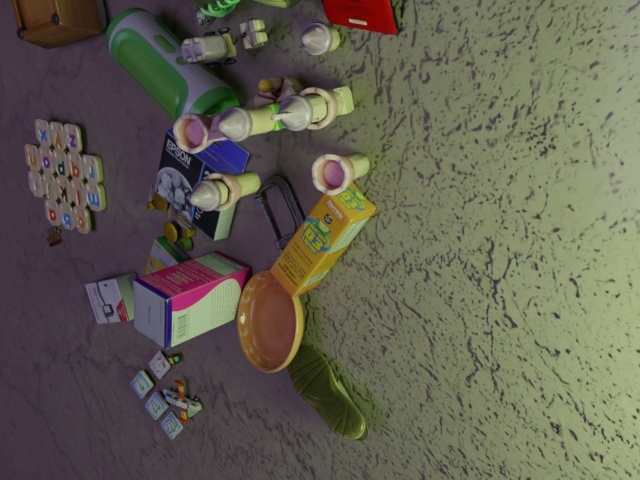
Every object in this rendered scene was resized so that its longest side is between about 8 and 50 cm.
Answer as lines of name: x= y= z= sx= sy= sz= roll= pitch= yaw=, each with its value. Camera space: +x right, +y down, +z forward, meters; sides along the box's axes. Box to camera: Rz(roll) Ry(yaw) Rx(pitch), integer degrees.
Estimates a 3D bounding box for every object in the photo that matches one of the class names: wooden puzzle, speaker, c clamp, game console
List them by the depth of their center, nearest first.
game console: x=0.072 y=-0.403 z=1.210 sx=0.144 sy=0.085 sz=0.124 roll=23 pitch=150 yaw=36
c clamp: x=-0.086 y=-0.041 z=1.481 sx=0.137 sy=0.022 sz=0.160 roll=-15 pitch=95 yaw=45
speaker: x=-0.288 y=-0.321 z=1.494 sx=0.296 sy=0.131 sz=0.131 roll=46 pitch=130 yaw=21
wooden puzzle: x=-0.718 y=-0.013 z=2.086 sx=0.083 sy=0.006 sz=0.049 roll=-17 pitch=93 yaw=45

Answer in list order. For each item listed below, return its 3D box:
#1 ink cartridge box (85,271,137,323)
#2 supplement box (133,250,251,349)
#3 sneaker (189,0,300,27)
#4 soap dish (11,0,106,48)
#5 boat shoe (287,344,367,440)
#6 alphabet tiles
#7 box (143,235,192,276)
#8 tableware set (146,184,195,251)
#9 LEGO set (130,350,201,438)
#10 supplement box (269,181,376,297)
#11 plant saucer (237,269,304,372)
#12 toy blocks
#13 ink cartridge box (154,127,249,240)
ink cartridge box: x=-0.504 y=0.144 z=1.905 sx=0.151 sy=0.063 sz=0.109 roll=-11 pitch=97 yaw=44
supplement box: x=-0.254 y=0.114 z=1.554 sx=0.114 sy=0.220 sz=0.111 roll=25 pitch=120 yaw=36
sneaker: x=-0.176 y=-0.457 z=1.359 sx=0.410 sy=0.158 sz=0.182 roll=33 pitch=145 yaw=33
soap dish: x=-0.594 y=-0.578 z=1.690 sx=0.229 sy=0.118 sz=0.290 roll=1 pitch=107 yaw=42
boat shoe: x=0.013 y=0.295 z=1.473 sx=0.223 sy=0.080 sz=0.073 roll=48 pitch=174 yaw=35
alphabet tiles: x=-0.640 y=-0.161 z=1.933 sx=0.284 sy=0.021 sz=0.277 roll=12 pitch=113 yaw=33
box: x=-0.352 y=0.088 z=1.760 sx=0.105 sy=0.043 sz=0.179 roll=42 pitch=127 yaw=23
tableware set: x=-0.328 y=-0.048 z=1.704 sx=0.154 sy=0.024 sz=0.104 roll=39 pitch=131 yaw=25
LEGO set: x=-0.380 y=0.374 z=1.881 sx=0.182 sy=0.060 sz=0.244 roll=52 pitch=132 yaw=11
supplement box: x=0.000 y=0.000 z=1.378 sx=0.078 sy=0.080 sz=0.233 roll=49 pitch=129 yaw=16
plant saucer: x=-0.094 y=0.158 z=1.517 sx=0.200 sy=0.037 sz=0.199 roll=-4 pitch=84 yaw=49
toy blocks: x=-0.113 y=-0.206 z=1.236 sx=0.289 sy=0.260 sz=0.308 roll=-7 pitch=100 yaw=27
ink cartridge box: x=-0.247 y=-0.138 z=1.580 sx=0.206 sy=0.045 sz=0.208 roll=38 pitch=126 yaw=28
